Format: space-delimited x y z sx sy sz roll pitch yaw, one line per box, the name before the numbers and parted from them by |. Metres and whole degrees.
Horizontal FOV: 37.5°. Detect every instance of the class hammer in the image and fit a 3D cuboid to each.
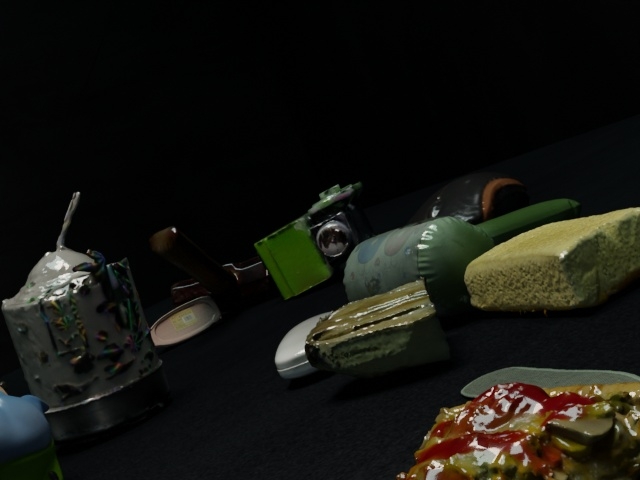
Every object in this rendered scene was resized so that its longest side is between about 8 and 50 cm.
hammer | 0.204 0.011 1.174 0.335 0.119 0.206 -17 1 -30
hammer | -0.244 0.064 1.935 0.242 0.095 0.409 -18 -20 10

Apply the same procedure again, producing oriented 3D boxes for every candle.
candle | -0.329 0.106 1.283 0.187 0.330 0.187 -16 8 2

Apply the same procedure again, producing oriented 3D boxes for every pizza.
pizza | 0.092 0.126 0.524 0.199 0.062 0.188 -28 4 -43

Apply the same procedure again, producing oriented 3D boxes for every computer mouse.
computer mouse | 0.234 -0.040 1.564 0.183 0.116 0.323 -26 2 34

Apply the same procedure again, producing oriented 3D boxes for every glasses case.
glasses case | -0.008 0.125 1.146 0.076 0.049 0.197 -22 4 8

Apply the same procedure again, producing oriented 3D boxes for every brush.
brush | -0.334 0.205 1.898 0.313 0.072 0.067 -27 -20 -35

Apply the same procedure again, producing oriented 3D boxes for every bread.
bread | 0.245 0.024 0.963 0.125 0.068 0.188 -24 4 -23

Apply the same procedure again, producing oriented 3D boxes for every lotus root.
lotus root | 0.061 0.102 0.953 0.144 0.070 0.143 -18 11 12

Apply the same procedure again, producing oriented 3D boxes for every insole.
insole | 0.170 0.110 0.692 0.080 0.003 0.232 -24 4 -16

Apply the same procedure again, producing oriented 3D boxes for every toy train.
toy train | 0.000 0.000 1.964 0.249 0.173 0.307 -28 3 11

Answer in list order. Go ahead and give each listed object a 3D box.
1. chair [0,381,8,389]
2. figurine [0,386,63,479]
chair | -0.513 0.287 1.222 0.260 0.141 0.154 -17 6 33
figurine | -0.398 0.203 1.054 0.162 0.263 0.143 -6 -52 -51
